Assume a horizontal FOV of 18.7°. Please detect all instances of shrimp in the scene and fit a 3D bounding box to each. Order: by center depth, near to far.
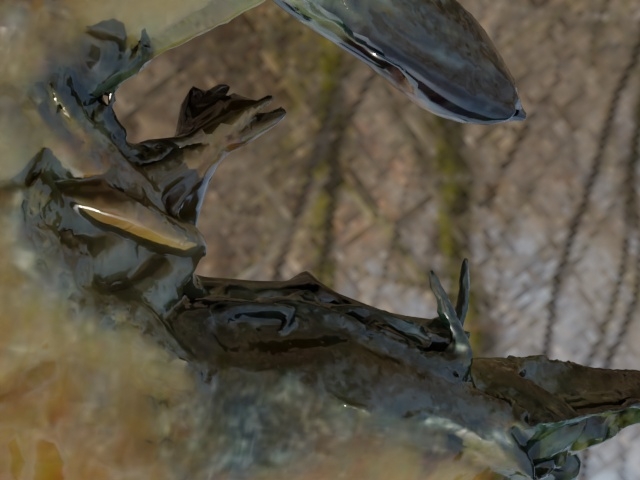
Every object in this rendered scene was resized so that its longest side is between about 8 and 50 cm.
[{"bbox_3d":[0.000,0.000,0.785,0.085,0.445,0.272,31,-78,59],"label":"shrimp"}]
